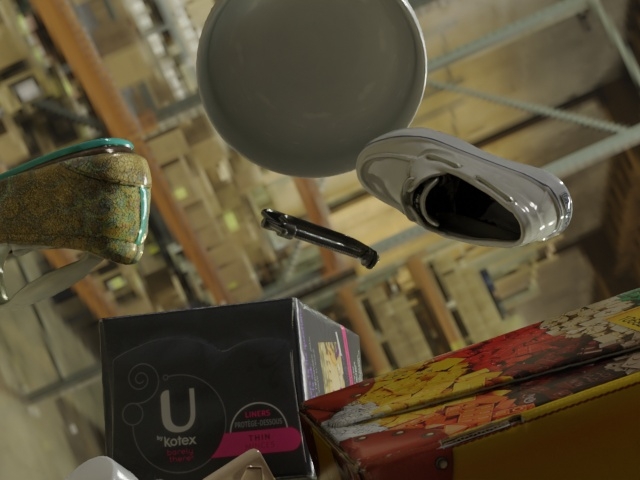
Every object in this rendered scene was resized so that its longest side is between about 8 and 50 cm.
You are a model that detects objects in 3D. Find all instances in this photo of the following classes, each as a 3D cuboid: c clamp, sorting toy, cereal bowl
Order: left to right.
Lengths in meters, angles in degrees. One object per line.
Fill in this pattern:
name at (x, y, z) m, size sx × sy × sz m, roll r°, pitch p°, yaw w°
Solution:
sorting toy at (-0.045, 0.185, 1.014) m, size 0.062 × 0.083 × 0.012 m, roll 59°, pitch -33°, yaw 3°
cereal bowl at (-0.013, -0.271, 2.045) m, size 0.141 × 0.339 × 0.339 m, roll -91°, pitch 160°, yaw -62°
c clamp at (0.000, 0.000, 1.489) m, size 0.161 × 0.022 × 0.137 m, roll 18°, pitch 8°, yaw -27°

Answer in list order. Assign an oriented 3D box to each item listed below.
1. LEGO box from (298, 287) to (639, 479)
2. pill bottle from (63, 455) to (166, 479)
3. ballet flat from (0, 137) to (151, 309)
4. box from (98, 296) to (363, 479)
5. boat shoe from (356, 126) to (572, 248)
LEGO box at (0.240, 0.304, 0.975) m, size 0.193 × 0.373 × 0.500 m, roll -161°, pitch -125°, yaw -78°
pill bottle at (-0.092, 0.209, 0.868) m, size 0.169 × 0.094 × 0.094 m, roll 43°, pitch 9°, yaw -26°
ballet flat at (-0.285, 0.006, 1.142) m, size 0.123 × 0.349 × 0.123 m, roll 31°, pitch 53°, yaw -53°
box at (-0.061, 0.142, 1.170) m, size 0.270 × 0.165 × 0.143 m, roll 40°, pitch 44°, yaw -73°
boat shoe at (0.127, -0.047, 1.433) m, size 0.267 × 0.088 × 0.096 m, roll 23°, pitch -56°, yaw 38°
